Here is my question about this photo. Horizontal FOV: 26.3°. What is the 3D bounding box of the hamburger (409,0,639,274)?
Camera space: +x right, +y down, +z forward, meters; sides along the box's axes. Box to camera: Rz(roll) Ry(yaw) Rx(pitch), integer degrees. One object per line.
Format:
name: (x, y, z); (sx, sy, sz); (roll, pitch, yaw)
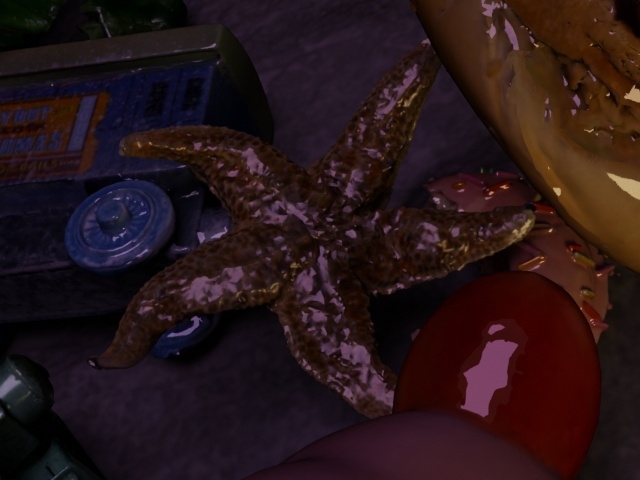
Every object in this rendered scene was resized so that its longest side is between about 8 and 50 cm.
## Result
hamburger: (0.168, -0.123, 0.717); (0.174, 0.284, 0.304); (-47, 49, 28)

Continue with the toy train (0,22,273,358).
toy train: (-0.175, -0.026, 0.900); (0.300, 0.131, 0.202); (-5, 55, 17)

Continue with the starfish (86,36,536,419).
starfish: (0.000, 0.000, 0.757); (0.277, 0.062, 0.236); (-42, 72, -16)

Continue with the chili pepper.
chili pepper: (-0.204, -0.172, 0.935); (0.083, 0.253, 0.099); (-30, 63, 45)

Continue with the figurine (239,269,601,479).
figurine: (0.045, 0.195, 0.631); (0.261, 0.211, 0.269); (-25, 76, -41)

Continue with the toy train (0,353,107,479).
toy train: (-0.249, 0.173, 0.789); (0.269, 0.154, 0.115); (-44, 56, -6)

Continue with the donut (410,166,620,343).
donut: (0.111, 0.025, 0.785); (0.117, 0.065, 0.166); (-13, 58, 16)
